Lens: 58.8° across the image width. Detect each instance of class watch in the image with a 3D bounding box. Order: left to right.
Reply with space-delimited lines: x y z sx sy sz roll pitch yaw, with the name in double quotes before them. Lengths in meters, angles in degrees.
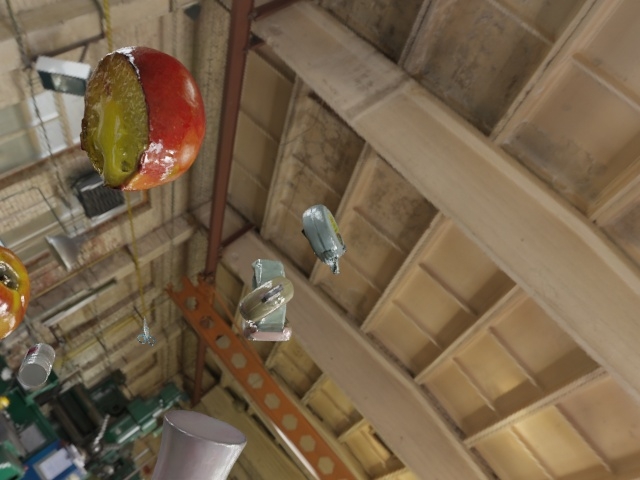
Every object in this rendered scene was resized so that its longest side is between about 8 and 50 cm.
"watch" -0.169 0.183 1.834 0.253 0.161 0.241 -159 -105 -75

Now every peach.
"peach" -0.855 0.130 1.383 0.281 0.238 0.281 2 -71 7
"peach" -0.395 -0.253 1.234 0.281 0.338 0.281 6 -43 6

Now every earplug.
"earplug" -0.276 0.509 1.112 0.172 0.301 0.172 19 -6 2

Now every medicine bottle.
"medicine bottle" -0.603 0.264 1.210 0.058 0.058 0.091 68 -8 -22

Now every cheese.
"cheese" -0.133 0.150 1.502 0.082 0.163 0.286 56 -18 2

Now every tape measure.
"tape measure" 0.000 0.001 1.348 0.164 0.084 0.330 60 10 -3

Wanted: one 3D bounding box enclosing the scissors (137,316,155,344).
"scissors" -0.568 0.295 1.849 0.014 0.058 0.119 -58 -148 25
